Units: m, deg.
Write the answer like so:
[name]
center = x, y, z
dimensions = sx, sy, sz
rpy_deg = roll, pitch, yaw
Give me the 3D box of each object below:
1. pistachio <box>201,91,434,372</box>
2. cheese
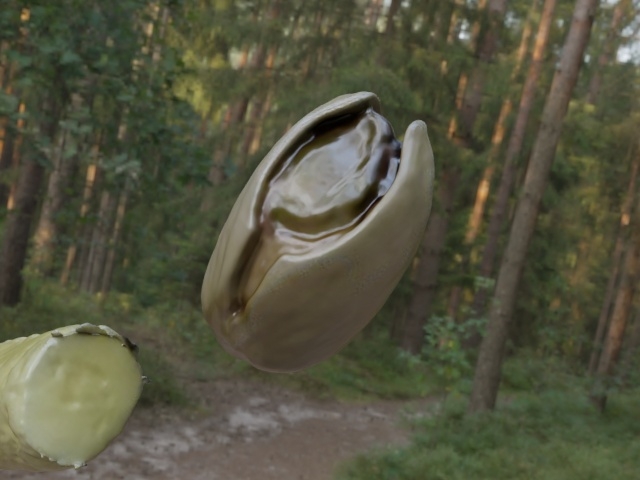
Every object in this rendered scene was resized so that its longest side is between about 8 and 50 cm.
[pistachio]
center = 0.000, 0.000, 0.703
dimensions = 0.138, 0.237, 0.153
rpy_deg = 36, 22, 14
[cheese]
center = -0.229, 0.125, 0.736
dimensions = 0.167, 0.123, 0.094
rpy_deg = -14, -53, 46
